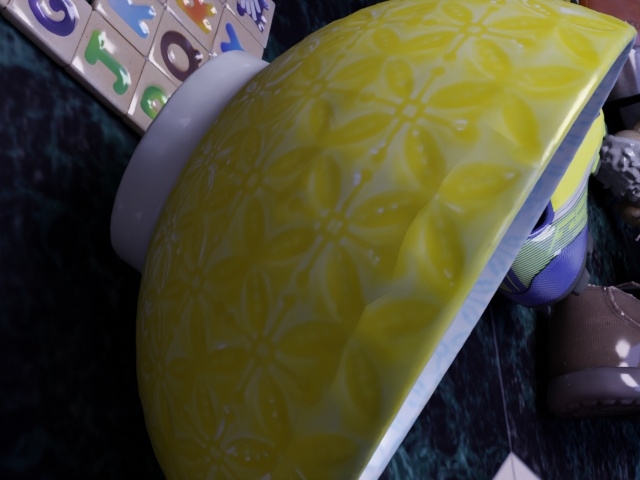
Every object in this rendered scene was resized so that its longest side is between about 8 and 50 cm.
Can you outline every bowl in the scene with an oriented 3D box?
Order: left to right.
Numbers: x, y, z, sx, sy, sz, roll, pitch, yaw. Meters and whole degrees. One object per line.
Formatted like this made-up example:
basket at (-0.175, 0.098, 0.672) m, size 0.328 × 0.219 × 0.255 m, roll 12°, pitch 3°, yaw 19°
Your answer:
bowl at (0.000, 0.000, 0.450) m, size 0.156 × 0.289 × 0.289 m, roll 31°, pitch 35°, yaw 11°

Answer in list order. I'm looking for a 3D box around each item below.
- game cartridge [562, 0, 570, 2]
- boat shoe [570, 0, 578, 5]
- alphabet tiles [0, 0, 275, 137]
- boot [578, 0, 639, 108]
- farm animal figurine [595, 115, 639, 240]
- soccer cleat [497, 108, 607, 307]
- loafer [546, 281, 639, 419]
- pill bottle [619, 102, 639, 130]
game cartridge at (0.185, -0.335, 0.914) m, size 0.324 × 0.053 × 0.285 m, roll 34°, pitch 47°, yaw -71°
boat shoe at (0.287, -0.340, 1.155) m, size 0.065 × 0.075 × 0.206 m, roll 135°, pitch -62°, yaw -78°
alphabet tiles at (-0.092, -0.169, 0.545) m, size 0.198 × 0.009 × 0.237 m, roll 43°, pitch 45°, yaw -39°
boot at (0.330, -0.280, 1.021) m, size 0.264 × 0.096 × 0.280 m, roll -9°, pitch 86°, yaw -37°
farm animal figurine at (0.464, 0.032, 1.072) m, size 0.172 × 0.330 × 0.327 m, roll -54°, pitch 133°, yaw -5°
soccer cleat at (0.180, -0.080, 0.842) m, size 0.121 × 0.093 × 0.289 m, roll 38°, pitch 47°, yaw -34°
loafer at (0.330, 0.102, 0.951) m, size 0.366 × 0.134 × 0.130 m, roll 14°, pitch 66°, yaw -54°
pill bottle at (0.482, -0.154, 1.258) m, size 0.283 × 0.161 × 0.161 m, roll 42°, pitch 45°, yaw -41°
